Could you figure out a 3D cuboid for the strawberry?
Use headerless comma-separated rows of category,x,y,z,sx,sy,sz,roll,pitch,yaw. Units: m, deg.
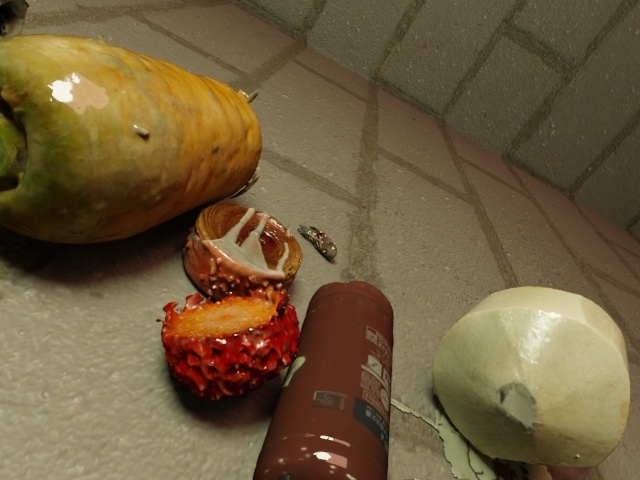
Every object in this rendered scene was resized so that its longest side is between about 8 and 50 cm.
strawberry,-0.089,0.101,0.467,0.145,0.086,0.145,-11,20,4

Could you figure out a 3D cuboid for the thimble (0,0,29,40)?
thimble,-0.575,-0.400,0.791,0.090,0.102,0.115,26,36,-11

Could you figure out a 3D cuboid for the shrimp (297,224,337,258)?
shrimp,0.001,-0.002,0.801,0.092,0.029,0.038,42,31,26

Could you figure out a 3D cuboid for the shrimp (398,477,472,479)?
shrimp,-0.018,0.242,0.217,0.446,0.110,0.221,4,64,-15

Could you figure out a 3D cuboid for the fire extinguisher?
fire extinguisher,0.009,0.163,0.448,0.114,0.135,0.337,-9,26,15

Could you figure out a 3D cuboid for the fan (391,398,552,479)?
fan,0.170,0.247,0.595,0.329,0.009,0.190,30,29,-4

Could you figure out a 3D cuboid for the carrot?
carrot,-0.235,-0.121,0.563,0.224,0.224,0.341,36,24,8

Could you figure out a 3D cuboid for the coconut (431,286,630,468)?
coconut,0.263,0.170,0.584,0.241,0.241,0.241,24,30,-14

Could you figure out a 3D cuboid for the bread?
bread,-0.105,0.020,0.620,0.161,0.073,0.160,27,28,-16
